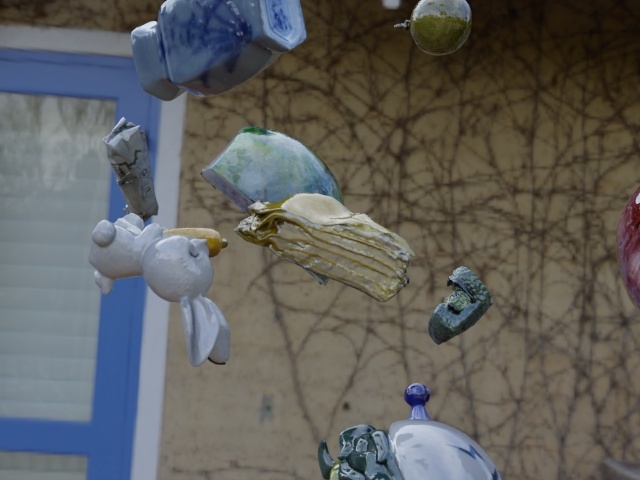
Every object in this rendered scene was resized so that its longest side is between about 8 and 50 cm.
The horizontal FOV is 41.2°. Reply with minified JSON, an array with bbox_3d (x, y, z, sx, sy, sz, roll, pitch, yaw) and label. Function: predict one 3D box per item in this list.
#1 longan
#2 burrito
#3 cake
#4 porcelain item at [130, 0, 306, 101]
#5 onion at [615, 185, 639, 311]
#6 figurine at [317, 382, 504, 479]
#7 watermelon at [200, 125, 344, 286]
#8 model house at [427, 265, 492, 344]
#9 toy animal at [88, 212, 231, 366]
[{"bbox_3d":[0.122,-0.234,0.921,0.083,0.075,0.075,-2,-5,7],"label":"longan"},{"bbox_3d":[-0.302,-0.104,1.374,0.064,0.064,0.203,3,-41,3],"label":"burrito"},{"bbox_3d":[0.002,-0.004,0.905,0.185,0.079,0.116,40,22,27],"label":"cake"},{"bbox_3d":[-0.229,-0.448,1.877,0.405,0.242,0.178,-11,1,38],"label":"porcelain item"},{"bbox_3d":[0.495,-0.015,0.887,0.348,0.285,0.347,-3,33,2],"label":"onion"},{"bbox_3d":[0.127,0.331,0.803,0.186,0.382,0.261,-23,-27,-13],"label":"figurine"},{"bbox_3d":[-0.053,-0.054,1.465,0.180,0.305,0.224,-33,16,40],"label":"watermelon"},{"bbox_3d":[0.174,0.088,1.109,0.066,0.083,0.079,45,-17,19],"label":"model house"},{"bbox_3d":[-0.160,0.045,0.942,0.182,0.127,0.131,27,6,7],"label":"toy animal"}]
